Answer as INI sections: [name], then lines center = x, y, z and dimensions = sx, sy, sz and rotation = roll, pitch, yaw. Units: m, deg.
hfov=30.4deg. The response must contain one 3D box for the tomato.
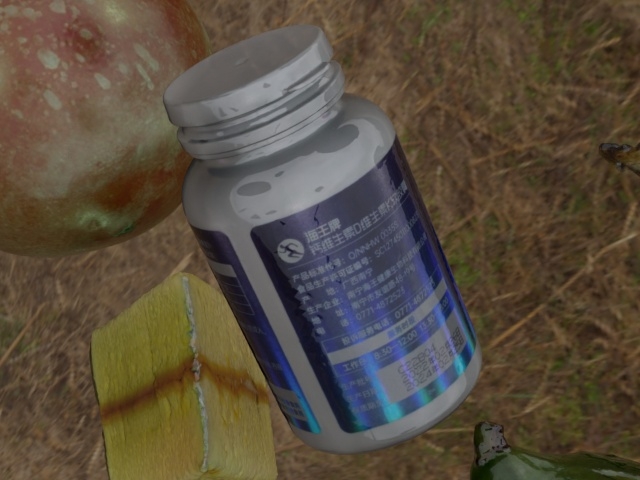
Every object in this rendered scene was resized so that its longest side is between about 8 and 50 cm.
[tomato]
center = -0.206, -0.100, 0.983
dimensions = 0.270, 0.270, 0.222
rotation = -22, 63, -23

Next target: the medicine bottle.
[medicine bottle]
center = 0.000, 0.000, 0.567
dimensions = 0.107, 0.107, 0.191
rotation = -35, 116, -24

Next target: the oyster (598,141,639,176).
[oyster]
center = 0.455, -0.057, 1.323
dimensions = 0.129, 0.345, 0.078
rotation = 4, 110, -42

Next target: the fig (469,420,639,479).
[fig]
center = 0.193, 0.238, 0.880
dimensions = 0.245, 0.195, 0.195
rotation = 38, 66, 7

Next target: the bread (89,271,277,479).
[bread]
center = -0.076, 0.125, 0.975
dimensions = 0.163, 0.264, 0.167
rotation = -2, 77, -26
